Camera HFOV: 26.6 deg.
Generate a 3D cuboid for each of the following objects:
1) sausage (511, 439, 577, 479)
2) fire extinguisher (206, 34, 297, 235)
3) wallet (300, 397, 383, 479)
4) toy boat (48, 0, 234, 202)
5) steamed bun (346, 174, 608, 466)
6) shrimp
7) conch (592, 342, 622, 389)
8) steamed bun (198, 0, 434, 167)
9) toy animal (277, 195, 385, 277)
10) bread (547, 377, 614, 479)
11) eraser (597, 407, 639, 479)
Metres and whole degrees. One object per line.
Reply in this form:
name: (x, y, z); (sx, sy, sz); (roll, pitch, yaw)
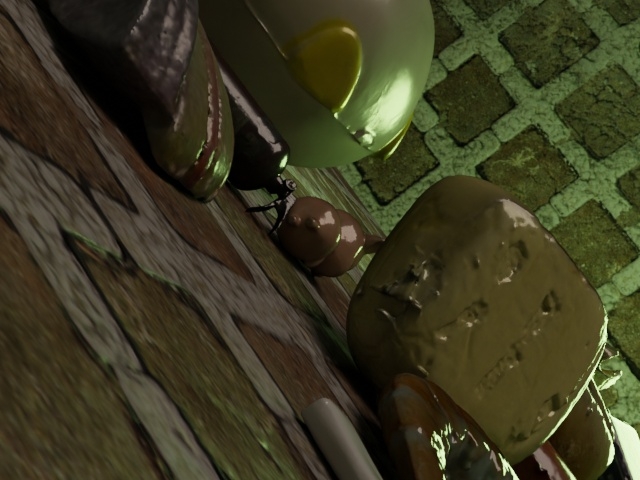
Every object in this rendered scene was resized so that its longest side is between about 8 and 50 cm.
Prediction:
sausage: (0.194, 0.221, 1.516); (0.330, 0.102, 0.102); (52, 5, 4)
fire extinguisher: (-0.106, -0.126, 1.359); (0.268, 0.072, 0.089); (54, 40, 5)
wallet: (0.032, 0.157, 0.862); (0.122, 0.025, 0.061); (56, 7, 33)
toy boat: (-0.127, -0.148, 1.119); (0.276, 0.111, 0.293); (-106, 170, -57)
steamed bun: (0.130, 0.078, 1.287); (0.273, 0.232, 0.166); (46, -16, -31)
shrimp: (0.108, 0.187, 1.093); (0.185, 0.068, 0.287); (58, 6, 16)
conch: (0.279, 0.184, 2.012); (0.324, 0.186, 0.263); (25, -15, 40)
steamed bun: (-0.020, -0.252, 1.623); (0.334, 0.334, 0.374); (55, 11, 21)
toy animal: (0.004, -0.005, 1.419); (0.083, 0.089, 0.150); (58, 15, 18)
bread: (0.236, 0.188, 1.691); (0.305, 0.158, 0.305); (57, -5, 8)
eraser: (0.415, 0.394, 1.837); (0.155, 0.101, 0.332); (29, 40, -59)
